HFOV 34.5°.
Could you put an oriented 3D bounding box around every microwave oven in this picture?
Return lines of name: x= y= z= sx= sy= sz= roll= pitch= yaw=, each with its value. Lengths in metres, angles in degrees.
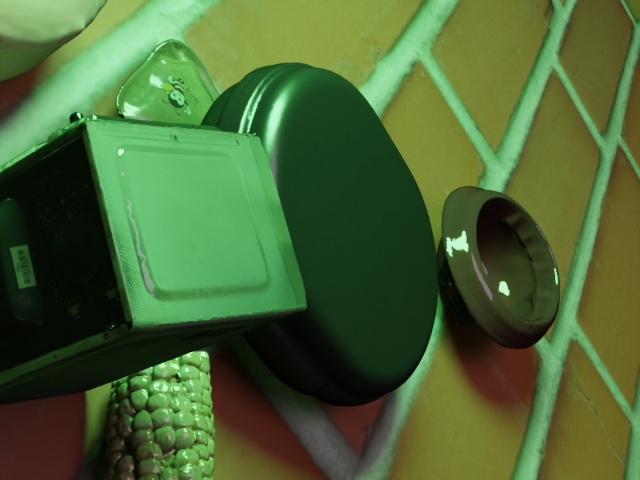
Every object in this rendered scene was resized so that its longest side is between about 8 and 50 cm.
microwave oven: x=-0.140 y=0.015 z=0.609 sx=0.163 sy=0.205 sz=0.129 roll=2 pitch=70 yaw=-55

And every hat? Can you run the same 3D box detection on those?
hat: x=0.187 y=0.034 z=1.158 sx=0.205 sy=0.089 sz=0.206 roll=26 pitch=51 yaw=-38

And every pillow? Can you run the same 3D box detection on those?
pillow: x=-0.087 y=-0.064 z=0.881 sx=0.218 sy=0.033 sz=0.130 roll=54 pitch=39 yaw=-22

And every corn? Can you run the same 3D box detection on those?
corn: x=-0.107 y=0.160 z=0.680 sx=0.087 sy=0.087 sz=0.211 roll=25 pitch=50 yaw=-45

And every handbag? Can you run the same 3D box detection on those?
handbag: x=-0.001 y=0.000 z=0.871 sx=0.308 sy=0.093 sz=0.254 roll=55 pitch=41 yaw=-37

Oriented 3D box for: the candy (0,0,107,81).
candy: x=-0.248 y=-0.226 z=0.699 sx=0.255 sy=0.094 sz=0.255 roll=31 pitch=48 yaw=-41
